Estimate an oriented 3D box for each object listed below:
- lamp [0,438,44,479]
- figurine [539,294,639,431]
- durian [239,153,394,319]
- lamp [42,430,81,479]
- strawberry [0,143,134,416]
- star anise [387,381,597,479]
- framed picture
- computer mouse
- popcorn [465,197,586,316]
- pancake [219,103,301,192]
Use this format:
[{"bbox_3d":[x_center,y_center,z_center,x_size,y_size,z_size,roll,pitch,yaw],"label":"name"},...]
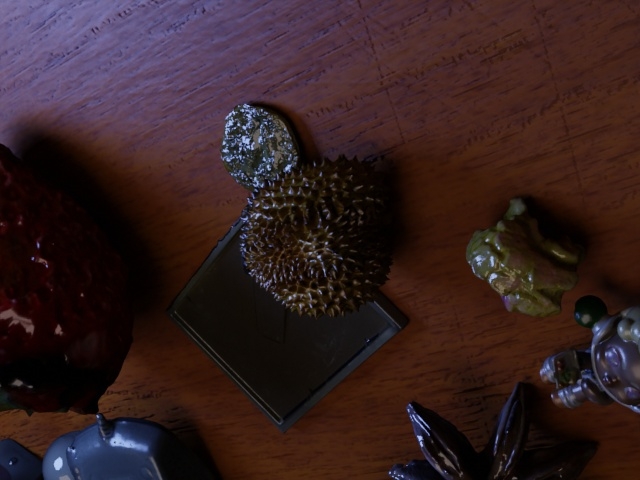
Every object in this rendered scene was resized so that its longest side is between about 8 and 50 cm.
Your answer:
[{"bbox_3d":[-0.522,0.255,1.854,0.203,0.124,0.283,25,132,36],"label":"lamp"},{"bbox_3d":[0.269,0.116,1.134,0.197,0.093,0.147,-32,88,48],"label":"figurine"},{"bbox_3d":[0.000,0.000,1.230,0.168,0.137,0.158,-14,97,19],"label":"durian"},{"bbox_3d":[-0.340,0.319,1.763,0.105,0.105,0.105,21,132,25],"label":"lamp"},{"bbox_3d":[-0.358,0.058,1.499,0.292,0.310,0.292,9,156,4],"label":"strawberry"},{"bbox_3d":[0.164,0.250,1.274,0.236,0.093,0.229,-35,96,15],"label":"star anise"},{"bbox_3d":[-0.049,0.086,1.422,0.213,0.016,0.289,45,138,3],"label":"framed picture"},{"bbox_3d":[-0.208,0.378,1.691,0.188,0.122,0.371,-13,108,32],"label":"computer mouse"},{"bbox_3d":[0.184,0.020,1.132,0.097,0.109,0.089,29,112,-33],"label":"popcorn"},{"bbox_3d":[-0.061,-0.091,1.288,0.108,0.017,0.108,15,121,26],"label":"pancake"}]
